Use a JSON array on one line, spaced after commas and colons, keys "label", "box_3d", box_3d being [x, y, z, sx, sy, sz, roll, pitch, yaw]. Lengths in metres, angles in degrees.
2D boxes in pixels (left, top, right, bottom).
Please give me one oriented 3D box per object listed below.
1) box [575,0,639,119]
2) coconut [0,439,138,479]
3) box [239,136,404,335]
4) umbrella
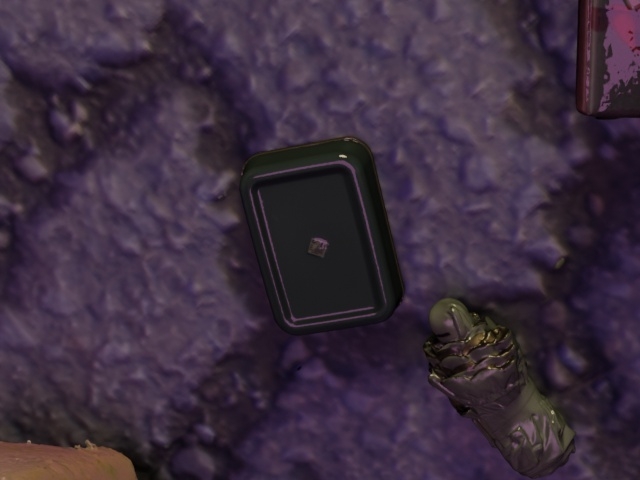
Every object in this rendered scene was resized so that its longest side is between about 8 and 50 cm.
[{"label": "box", "box_3d": [0.205, -0.181, 0.863, 0.120, 0.069, 0.224, 0, 112, 10]}, {"label": "coconut", "box_3d": [-0.224, 0.262, 1.043, 0.245, 0.233, 0.233, -35, 102, 27]}, {"label": "box", "box_3d": [0.000, 0.000, 0.993, 0.091, 0.031, 0.126, -9, 108, 13]}, {"label": "umbrella", "box_3d": [0.114, 0.096, 0.996, 0.067, 0.062, 0.143, -10, 120, 48]}]
